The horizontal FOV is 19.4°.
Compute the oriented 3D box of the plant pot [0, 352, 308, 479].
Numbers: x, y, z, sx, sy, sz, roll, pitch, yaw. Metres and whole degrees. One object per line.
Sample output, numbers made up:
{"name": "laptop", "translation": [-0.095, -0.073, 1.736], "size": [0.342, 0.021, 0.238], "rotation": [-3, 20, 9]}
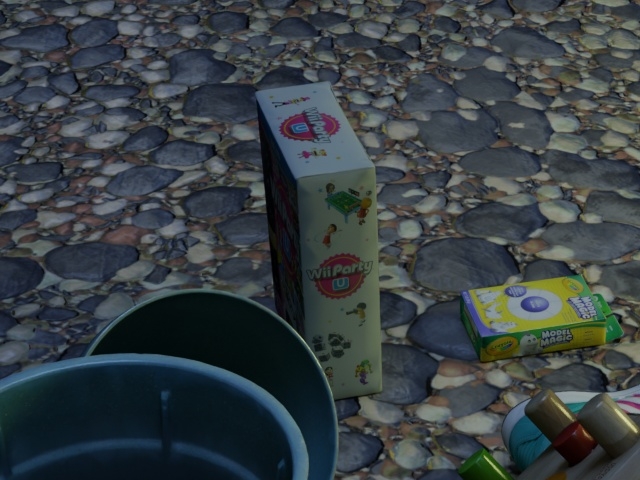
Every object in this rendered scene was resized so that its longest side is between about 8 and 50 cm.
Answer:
{"name": "plant pot", "translation": [-0.173, 0.331, 1.621], "size": [0.341, 0.334, 0.341], "rotation": [-2, 30, 1]}

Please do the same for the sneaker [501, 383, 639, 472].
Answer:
{"name": "sneaker", "translation": [0.352, 0.217, 1.966], "size": [0.295, 0.124, 0.178], "rotation": [-12, 28, -3]}

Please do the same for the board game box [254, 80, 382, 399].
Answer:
{"name": "board game box", "translation": [0.000, 0.000, 2.182], "size": [0.097, 0.303, 0.224], "rotation": [-9, 31, -10]}

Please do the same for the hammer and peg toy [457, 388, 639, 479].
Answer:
{"name": "hammer and peg toy", "translation": [0.241, 0.218, 1.754], "size": [0.361, 0.127, 0.266], "rotation": [-43, 4, -8]}

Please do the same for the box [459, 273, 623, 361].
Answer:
{"name": "box", "translation": [0.267, 0.092, 2.263], "size": [0.179, 0.043, 0.105], "rotation": [-6, 32, -9]}

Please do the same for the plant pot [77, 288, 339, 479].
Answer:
{"name": "plant pot", "translation": [-0.153, 0.208, 1.928], "size": [0.290, 0.290, 0.195], "rotation": [-21, -1, -27]}
